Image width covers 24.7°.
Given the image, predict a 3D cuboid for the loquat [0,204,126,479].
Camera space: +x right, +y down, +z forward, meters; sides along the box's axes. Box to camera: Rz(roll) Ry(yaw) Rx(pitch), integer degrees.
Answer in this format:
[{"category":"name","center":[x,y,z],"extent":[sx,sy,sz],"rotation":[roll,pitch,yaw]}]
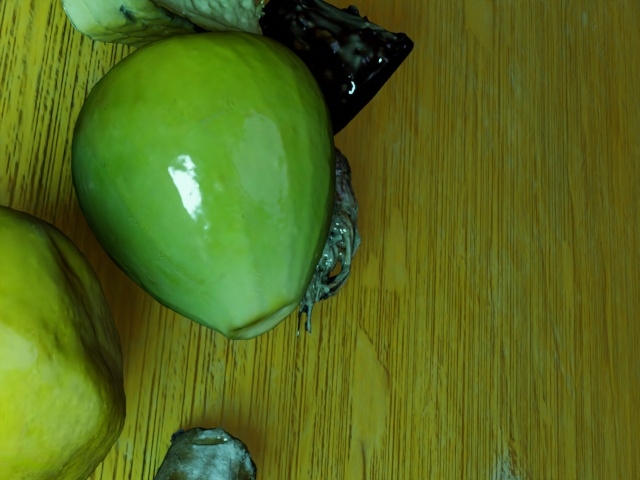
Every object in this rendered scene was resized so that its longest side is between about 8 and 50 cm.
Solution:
[{"category":"loquat","center":[-0.208,0.077,0.887],"extent":[0.234,0.176,0.187],"rotation":[62,28,-63]}]

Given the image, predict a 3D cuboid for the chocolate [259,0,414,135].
[{"category":"chocolate","center":[-0.004,-0.181,1.387],"extent":[0.133,0.156,0.156],"rotation":[45,34,1]}]

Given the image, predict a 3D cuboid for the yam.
[{"category":"yam","center":[-0.102,0.211,1.114],"extent":[0.079,0.079,0.141],"rotation":[59,37,-29]}]

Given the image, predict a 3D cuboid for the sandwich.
[{"category":"sandwich","center":[-0.138,-0.275,1.215],"extent":[0.226,0.087,0.251],"rotation":[9,69,-60]}]

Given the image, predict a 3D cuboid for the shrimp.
[{"category":"shrimp","center":[-0.001,0.000,1.368],"extent":[0.073,0.075,0.190],"rotation":[91,12,-69]}]

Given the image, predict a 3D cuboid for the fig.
[{"category":"fig","center":[-0.087,-0.042,1.116],"extent":[0.207,0.207,0.230],"rotation":[-16,100,-60]}]
